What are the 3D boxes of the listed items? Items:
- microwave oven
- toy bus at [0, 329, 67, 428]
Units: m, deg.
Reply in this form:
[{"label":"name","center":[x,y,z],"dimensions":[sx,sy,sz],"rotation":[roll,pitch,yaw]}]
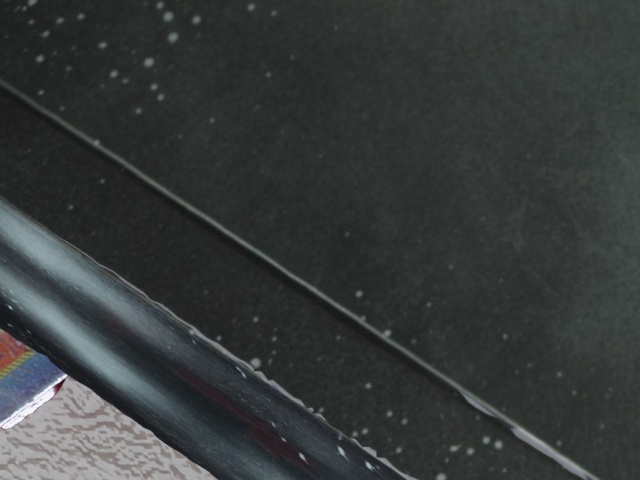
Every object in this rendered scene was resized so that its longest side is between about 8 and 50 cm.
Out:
[{"label":"microwave oven","center":[0.142,-0.012,0.586],"dimensions":[0.432,0.374,0.236],"rotation":[34,166,8]},{"label":"toy bus","center":[-0.144,0.036,0.950],"dimensions":[0.077,0.065,0.192],"rotation":[44,123,-14]}]
